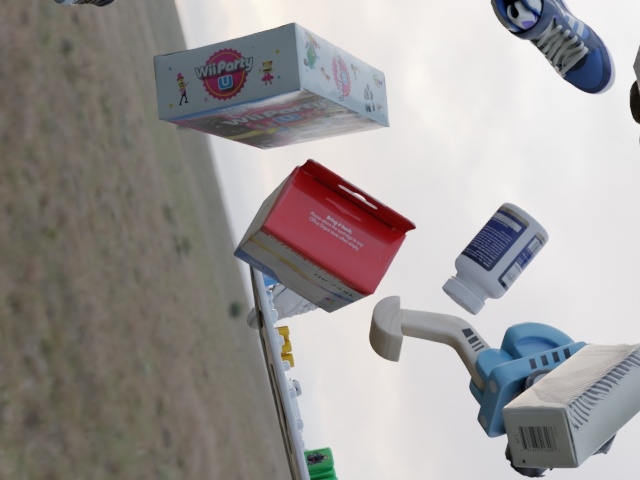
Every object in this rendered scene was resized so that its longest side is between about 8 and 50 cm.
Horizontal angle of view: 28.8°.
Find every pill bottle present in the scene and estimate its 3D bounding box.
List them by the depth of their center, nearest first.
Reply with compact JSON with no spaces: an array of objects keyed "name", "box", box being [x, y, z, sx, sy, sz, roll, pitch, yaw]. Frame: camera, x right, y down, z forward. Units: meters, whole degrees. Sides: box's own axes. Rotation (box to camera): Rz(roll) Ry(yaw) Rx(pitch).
[{"name":"pill bottle","box":[0.268,0.031,1.934,0.094,0.169,0.094,40,-6,5]}]

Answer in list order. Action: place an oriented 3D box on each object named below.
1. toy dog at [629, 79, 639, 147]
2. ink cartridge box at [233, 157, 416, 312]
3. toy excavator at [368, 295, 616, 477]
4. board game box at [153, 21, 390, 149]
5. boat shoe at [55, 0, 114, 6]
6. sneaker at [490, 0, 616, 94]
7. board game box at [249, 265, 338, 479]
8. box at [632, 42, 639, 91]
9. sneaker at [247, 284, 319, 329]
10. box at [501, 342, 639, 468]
[{"name":"toy dog","box":[0.746,-0.269,2.408,0.408,0.284,0.395,-21,105,-68]},{"name":"ink cartridge box","box":[0.000,0.000,1.303,0.078,0.134,0.231,-60,-174,-15]},{"name":"toy excavator","box":[0.369,0.263,2.607,0.445,0.433,0.222,-123,-151,-42]},{"name":"board game box","box":[-0.062,-0.210,1.774,0.303,0.224,0.097,12,70,-63]},{"name":"boat shoe","box":[-0.305,-0.393,1.778,0.183,0.083,0.065,-27,-106,43]},{"name":"sneaker","box":[0.488,-0.443,2.701,0.236,0.130,0.323,-17,71,-53]},{"name":"board game box","box":[-0.036,0.240,1.814,0.390,0.050,0.390,90,-13,-64]},{"name":"box","box":[0.488,-0.250,1.656,0.170,0.091,0.130,93,-3,-51]},{"name":"sneaker","box":[-0.024,0.084,2.078,0.095,0.235,0.090,46,19,-9]},{"name":"box","box":[0.386,0.240,1.839,0.275,0.113,0.094,-25,104,-50]}]
